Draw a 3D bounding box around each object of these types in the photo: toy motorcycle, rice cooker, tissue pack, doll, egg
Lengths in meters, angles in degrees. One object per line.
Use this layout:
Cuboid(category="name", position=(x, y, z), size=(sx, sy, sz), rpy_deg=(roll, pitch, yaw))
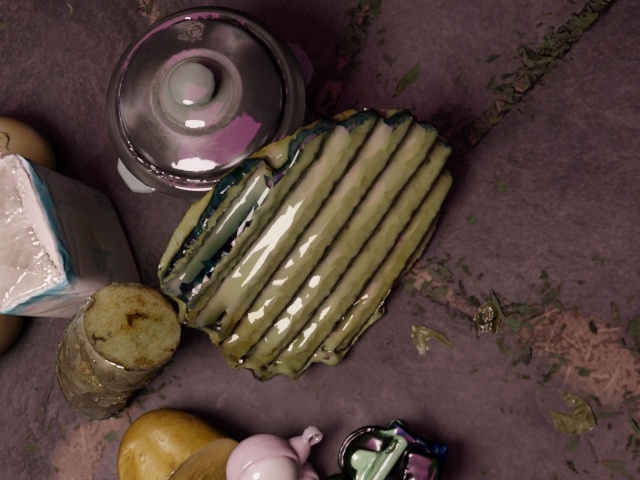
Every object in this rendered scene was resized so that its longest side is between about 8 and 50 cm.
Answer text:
Cuboid(category="toy motorcycle", position=(0.082, 0.417, 1.039), size=(0.196, 0.125, 0.331), rpy_deg=(18, 89, 3))
Cuboid(category="rice cooker", position=(-0.144, -0.169, 1.058), size=(0.316, 0.316, 0.264), rpy_deg=(-30, 80, 4))
Cuboid(category="tissue pack", position=(-0.378, 0.005, 1.083), size=(0.124, 0.271, 0.201), rpy_deg=(-22, 80, 5))
Cuboid(category="doll", position=(-0.117, 0.404, 1.061), size=(0.365, 0.160, 0.094), rpy_deg=(-52, 37, 3))
Cuboid(category="egg", position=(-0.512, -0.117, 1.175), size=(0.201, 0.164, 0.164), rpy_deg=(-2, 82, 13))

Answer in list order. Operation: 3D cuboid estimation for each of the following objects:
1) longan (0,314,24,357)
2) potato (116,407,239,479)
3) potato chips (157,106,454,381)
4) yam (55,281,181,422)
Cuboid(category="longan", position=(-0.575, 0.109, 1.137), size=(0.246, 0.215, 0.246), rpy_deg=(13, 55, -19))
Cuboid(category="potato", position=(-0.221, 0.321, 1.082), size=(0.178, 0.203, 0.158), rpy_deg=(-33, 49, -33))
Cuboid(category="potato chips", position=(0.000, 0.000, 1.012), size=(0.429, 0.358, 0.070), rpy_deg=(-54, 39, 9))
Cuboid(category="yam", position=(-0.288, 0.151, 1.054), size=(0.154, 0.254, 0.154), rpy_deg=(11, 62, -21))
